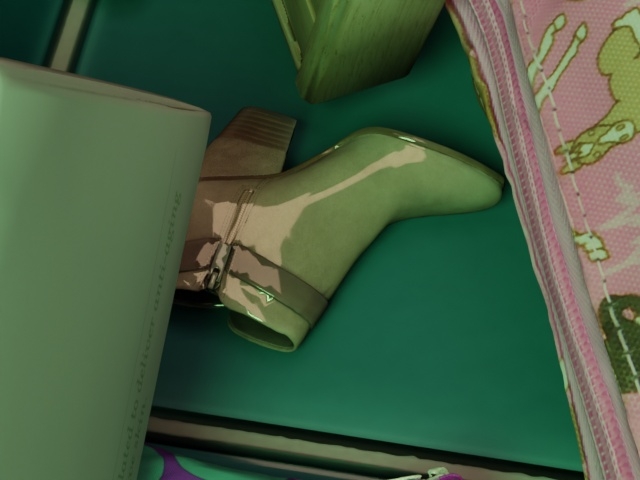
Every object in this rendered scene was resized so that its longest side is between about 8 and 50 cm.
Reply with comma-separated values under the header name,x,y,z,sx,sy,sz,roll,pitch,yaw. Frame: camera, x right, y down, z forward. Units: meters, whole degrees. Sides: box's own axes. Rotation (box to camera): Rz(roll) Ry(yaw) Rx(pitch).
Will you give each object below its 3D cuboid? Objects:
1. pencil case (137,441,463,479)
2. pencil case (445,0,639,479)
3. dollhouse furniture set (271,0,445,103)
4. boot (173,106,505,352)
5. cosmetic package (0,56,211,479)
name,x,y,z,sx,sy,sz,roll,pitch,yaw
pencil case,-0.023,0.097,0.592,0.152,0.064,0.070,9,72,5
pencil case,0.139,-0.006,0.609,0.160,0.167,0.386,-25,53,21
dollhouse furniture set,-0.149,-0.104,0.608,0.356,0.303,0.173,-18,79,-11
boot,0.000,0.000,0.677,0.118,0.042,0.087,13,63,10
cosmetic package,-0.238,0.014,0.529,0.366,0.155,0.196,14,94,15
